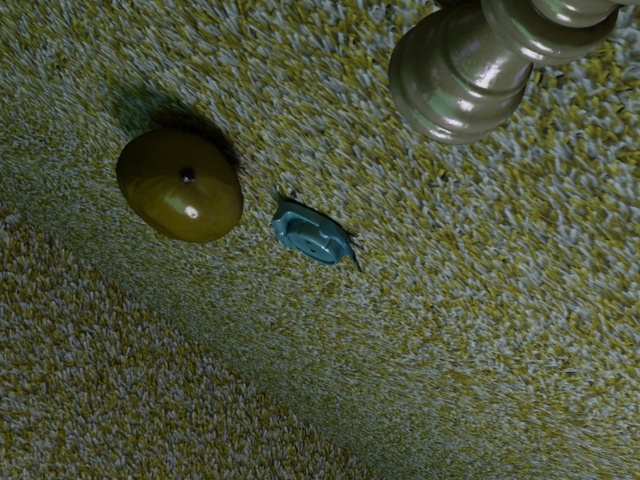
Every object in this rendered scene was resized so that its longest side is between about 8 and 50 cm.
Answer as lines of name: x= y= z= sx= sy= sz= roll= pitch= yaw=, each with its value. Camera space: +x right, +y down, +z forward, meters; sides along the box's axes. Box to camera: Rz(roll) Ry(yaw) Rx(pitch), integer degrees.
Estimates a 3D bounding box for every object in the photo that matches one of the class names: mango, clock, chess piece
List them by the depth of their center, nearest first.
chess piece: x=0.170 y=-0.178 z=0.829 sx=0.117 sy=0.117 sz=0.397 roll=33 pitch=161 yaw=-8
mango: x=-0.219 y=-0.078 z=1.700 sx=0.195 sy=0.142 sz=0.331 roll=40 pitch=164 yaw=-14
clock: x=0.001 y=-0.001 z=1.709 sx=0.147 sy=0.045 sz=0.108 roll=25 pitch=163 yaw=19
